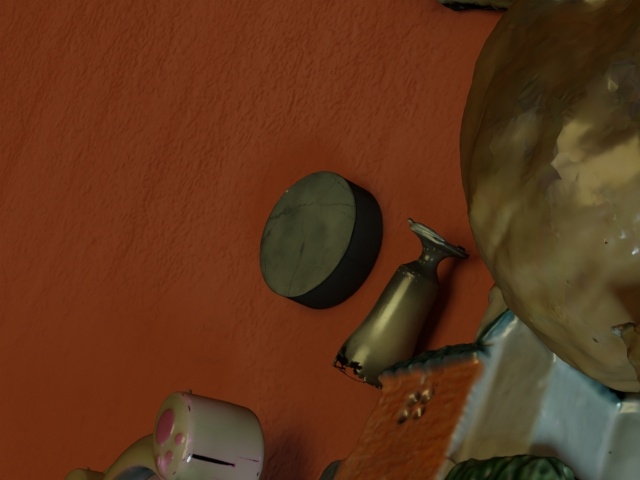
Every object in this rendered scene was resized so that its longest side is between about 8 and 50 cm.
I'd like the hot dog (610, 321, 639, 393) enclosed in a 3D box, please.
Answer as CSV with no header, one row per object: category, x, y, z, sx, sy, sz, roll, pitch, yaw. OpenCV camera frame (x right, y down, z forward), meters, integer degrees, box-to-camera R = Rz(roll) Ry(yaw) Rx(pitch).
hot dog,0.425,0.146,1.232,0.365,0.196,0.367,-26,73,14

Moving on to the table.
table,0.000,0.000,1.972,0.133,0.043,0.133,-25,52,37

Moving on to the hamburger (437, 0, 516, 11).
hamburger,0.147,-0.330,1.889,0.288,0.168,0.192,7,77,50

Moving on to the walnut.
walnut,0.285,-0.062,1.462,0.383,0.383,0.383,-25,52,38

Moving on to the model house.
model house,0.167,0.157,1.629,0.271,0.190,0.301,-16,43,47

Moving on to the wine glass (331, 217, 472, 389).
wine glass,0.075,0.062,1.835,0.072,0.072,0.155,29,92,51

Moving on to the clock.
clock,-0.151,0.326,1.879,0.284,0.114,0.309,-37,45,43
